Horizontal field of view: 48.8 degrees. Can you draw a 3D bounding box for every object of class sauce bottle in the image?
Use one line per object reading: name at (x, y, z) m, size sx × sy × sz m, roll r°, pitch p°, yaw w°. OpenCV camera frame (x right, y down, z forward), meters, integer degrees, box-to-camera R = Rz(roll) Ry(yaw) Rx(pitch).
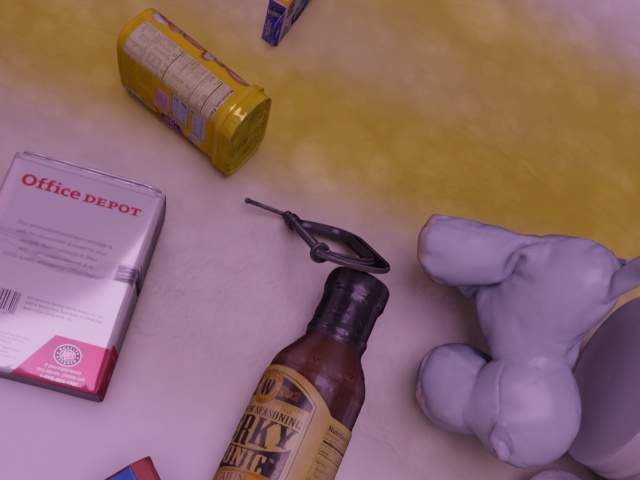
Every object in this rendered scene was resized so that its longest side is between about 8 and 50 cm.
sauce bottle at (-0.024, 0.187, 0.707) m, size 0.112 × 0.111 × 0.344 m, roll 26°, pitch 65°, yaw -2°

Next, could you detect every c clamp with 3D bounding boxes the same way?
c clamp at (0.000, 0.000, 0.779) m, size 0.137 × 0.161 × 0.022 m, roll 14°, pitch 104°, yaw -29°

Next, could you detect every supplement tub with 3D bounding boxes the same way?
supplement tub at (0.444, 0.211, 0.738) m, size 0.316 × 0.228 × 0.228 m, roll 27°, pitch 66°, yaw -2°

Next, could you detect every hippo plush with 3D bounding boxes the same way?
hippo plush at (0.228, 0.112, 0.746) m, size 0.234 × 0.294 × 0.236 m, roll 11°, pitch 90°, yaw -49°

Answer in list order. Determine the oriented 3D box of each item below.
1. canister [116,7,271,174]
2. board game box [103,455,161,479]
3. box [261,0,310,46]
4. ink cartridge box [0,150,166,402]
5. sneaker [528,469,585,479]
canister at (-0.146, -0.169, 0.804) m, size 0.170 × 0.126 × 0.073 m, roll 39°, pitch 67°, yaw 5°
board game box at (-0.140, 0.344, 0.610) m, size 0.027 × 0.145 × 0.281 m, roll -9°, pitch 67°, yaw -56°
box at (-0.035, -0.313, 0.906) m, size 0.028 × 0.081 × 0.136 m, roll 33°, pitch 66°, yaw 1°
ink cartridge box at (-0.264, 0.037, 0.717) m, size 0.159 × 0.092 × 0.217 m, roll 16°, pitch 69°, yaw -6°
sneaker at (0.300, 0.394, 0.704) m, size 0.126 × 0.127 × 0.321 m, roll -16°, pitch 50°, yaw -23°
